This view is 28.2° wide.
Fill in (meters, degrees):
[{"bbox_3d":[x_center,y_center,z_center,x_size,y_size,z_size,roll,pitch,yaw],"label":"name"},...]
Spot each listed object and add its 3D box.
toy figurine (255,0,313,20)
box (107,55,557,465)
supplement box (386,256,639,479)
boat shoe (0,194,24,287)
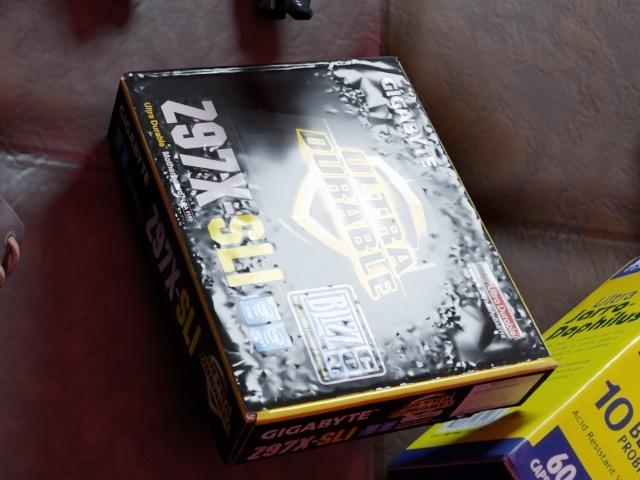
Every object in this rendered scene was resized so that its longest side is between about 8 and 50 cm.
[{"bbox_3d":[-0.053,-0.278,1.027,0.213,0.209,0.148,9,85,-25],"label":"toy figurine"},{"bbox_3d":[0.000,0.000,0.998,0.257,0.079,0.322,-8,57,-25],"label":"box"},{"bbox_3d":[0.271,0.165,1.092,0.356,0.195,0.194,-35,95,-28],"label":"supplement box"},{"bbox_3d":[-0.275,0.001,0.905,0.130,0.132,0.355,-3,87,-34],"label":"boat shoe"}]
